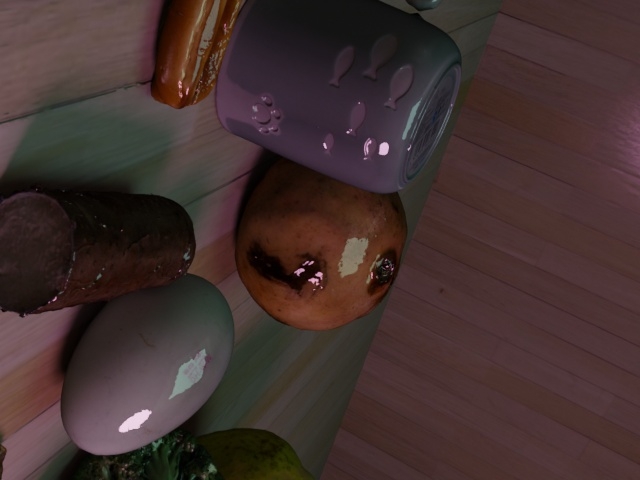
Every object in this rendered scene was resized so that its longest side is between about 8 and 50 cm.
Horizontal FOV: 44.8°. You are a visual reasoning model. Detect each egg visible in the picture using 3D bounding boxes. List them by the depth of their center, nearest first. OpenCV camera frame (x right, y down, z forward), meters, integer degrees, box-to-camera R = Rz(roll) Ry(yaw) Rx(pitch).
[{"bbox_3d":[-0.224,0.158,1.008,0.264,0.183,0.183,-50,161,-18],"label":"egg"}]

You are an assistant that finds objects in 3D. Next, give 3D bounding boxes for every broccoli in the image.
[{"bbox_3d":[-0.255,0.416,1.178,0.270,0.270,0.270,5,-118,60],"label":"broccoli"}]

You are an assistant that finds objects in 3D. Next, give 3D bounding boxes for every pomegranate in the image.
[{"bbox_3d":[0.000,0.000,1.325,0.322,0.322,0.322,-56,163,-27],"label":"pomegranate"}]

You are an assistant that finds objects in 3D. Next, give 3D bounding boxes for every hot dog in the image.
[{"bbox_3d":[-0.130,-0.262,0.856,0.100,0.068,0.249,-53,166,-69],"label":"hot dog"}]

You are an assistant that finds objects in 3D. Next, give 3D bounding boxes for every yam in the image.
[{"bbox_3d":[-0.237,0.004,0.838,0.131,0.131,0.280,-66,165,9],"label":"yam"}]

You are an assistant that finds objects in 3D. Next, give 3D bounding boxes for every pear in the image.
[{"bbox_3d":[-0.170,0.537,1.462,0.391,0.391,0.391,-56,163,-27],"label":"pear"}]

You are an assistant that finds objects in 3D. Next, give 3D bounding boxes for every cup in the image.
[{"bbox_3d":[0.056,-0.259,1.080,0.356,0.274,0.259,-68,165,16],"label":"cup"}]

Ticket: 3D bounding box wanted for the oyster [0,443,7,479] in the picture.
[{"bbox_3d":[-0.392,0.263,0.915,0.093,0.034,0.051,89,23,-51],"label":"oyster"}]
